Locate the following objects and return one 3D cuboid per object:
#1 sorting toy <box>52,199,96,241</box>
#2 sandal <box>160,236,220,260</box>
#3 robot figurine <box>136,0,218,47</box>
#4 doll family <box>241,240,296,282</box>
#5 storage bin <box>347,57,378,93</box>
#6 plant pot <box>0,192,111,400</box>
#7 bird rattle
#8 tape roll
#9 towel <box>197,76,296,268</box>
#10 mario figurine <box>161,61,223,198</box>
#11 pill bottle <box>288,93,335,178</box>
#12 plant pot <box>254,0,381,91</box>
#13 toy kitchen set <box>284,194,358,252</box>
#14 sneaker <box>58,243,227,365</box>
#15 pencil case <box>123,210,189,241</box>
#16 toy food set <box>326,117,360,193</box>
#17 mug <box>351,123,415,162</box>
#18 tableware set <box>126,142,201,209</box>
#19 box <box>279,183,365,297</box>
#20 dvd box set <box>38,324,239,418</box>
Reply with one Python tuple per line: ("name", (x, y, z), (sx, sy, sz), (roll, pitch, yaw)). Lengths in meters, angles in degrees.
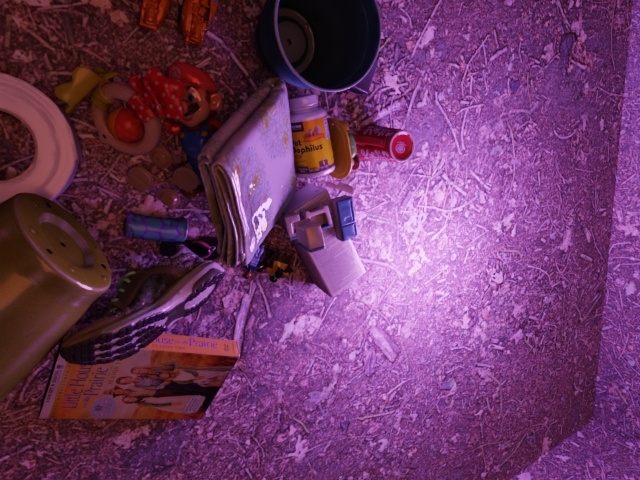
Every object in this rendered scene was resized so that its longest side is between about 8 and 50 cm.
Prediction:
("sorting toy", (-0.666, -0.010, 0.989), (0.193, 0.038, 0.208), (-41, 120, -12))
("sandal", (-0.340, 0.026, 1.173), (0.179, 0.040, 0.067), (0, 104, -28))
("robot figurine", (-0.310, -0.608, 0.973), (0.211, 0.085, 0.291), (8, 101, -31))
("doll family", (-0.154, 0.070, 1.273), (0.193, 0.076, 0.111), (20, 99, -26))
("storage bin", (0.110, -0.487, 1.237), (0.091, 0.098, 0.135), (11, 100, -41))
("plant pot", (-0.620, 0.103, 0.818), (0.353, 0.366, 0.366), (-35, 119, -2))
("bird rattle", (-0.422, -0.290, 0.959), (0.253, 0.143, 0.207), (10, 130, -1))
("tape roll", (-0.656, -0.194, 0.885), (0.286, 0.100, 0.286), (-4, 100, -23))
("towel", (-0.151, -0.160, 1.029), (0.321, 0.090, 0.374), (91, 16, -45))
("mario figurine", (-0.310, -0.254, 1.033), (0.198, 0.170, 0.321), (-16, 114, -21))
("pill bottle", (-0.032, -0.290, 1.199), (0.117, 0.117, 0.215), (-21, 114, -22))
("plant pot", (-0.036, -0.501, 1.052), (0.271, 0.255, 0.272), (-9, 109, -27))
("toy kitchen set", (0.028, -0.023, 1.139), (0.207, 0.166, 0.122), (-20, 113, -22))
("sneaker", (-0.425, 0.133, 1.017), (0.410, 0.182, 0.158), (-34, 160, -48))
("pencil case", (-0.419, -0.034, 1.099), (0.151, 0.064, 0.070), (5, 64, -29))
("toy food set", (0.064, -0.256, 1.266), (0.071, 0.128, 0.218), (-27, 118, -35))
("mug", (0.179, -0.280, 1.285), (0.150, 0.169, 0.113), (-25, 116, -20))
("tableware set", (-0.383, -0.152, 1.058), (0.168, 0.020, 0.141), (-35, 113, 27))
("box", (0.000, 0.000, 1.301), (0.148, 0.121, 0.311), (-34, 118, -15))
("dvd box set", (-0.465, 0.359, 1.127), (0.420, 0.062, 0.308), (15, 122, -31))
